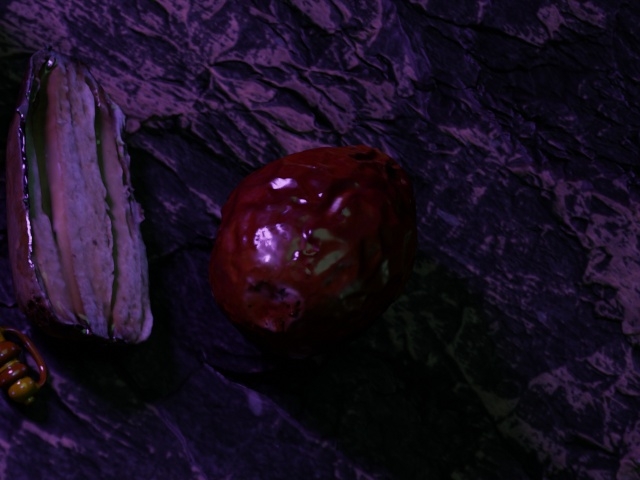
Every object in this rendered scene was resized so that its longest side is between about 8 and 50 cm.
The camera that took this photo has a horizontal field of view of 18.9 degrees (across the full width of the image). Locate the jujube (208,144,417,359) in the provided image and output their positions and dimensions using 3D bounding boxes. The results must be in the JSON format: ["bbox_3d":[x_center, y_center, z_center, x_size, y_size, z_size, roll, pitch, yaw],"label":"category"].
[{"bbox_3d":[0.000,0.000,1.867,0.197,0.197,0.290,43,30,0],"label":"jujube"}]

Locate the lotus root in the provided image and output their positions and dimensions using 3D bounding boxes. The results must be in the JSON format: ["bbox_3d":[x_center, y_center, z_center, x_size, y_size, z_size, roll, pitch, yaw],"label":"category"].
[{"bbox_3d":[-0.247,-0.038,1.812,0.167,0.078,0.329,32,39,-44],"label":"lotus root"}]

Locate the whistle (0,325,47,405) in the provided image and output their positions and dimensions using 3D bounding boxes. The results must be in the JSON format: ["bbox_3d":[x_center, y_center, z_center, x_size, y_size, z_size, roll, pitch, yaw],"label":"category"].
[{"bbox_3d":[-0.285,0.098,1.716,0.046,0.057,0.109,-34,90,1],"label":"whistle"}]
